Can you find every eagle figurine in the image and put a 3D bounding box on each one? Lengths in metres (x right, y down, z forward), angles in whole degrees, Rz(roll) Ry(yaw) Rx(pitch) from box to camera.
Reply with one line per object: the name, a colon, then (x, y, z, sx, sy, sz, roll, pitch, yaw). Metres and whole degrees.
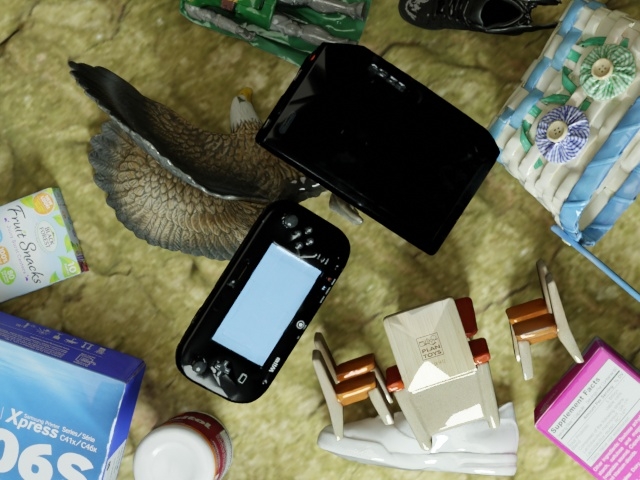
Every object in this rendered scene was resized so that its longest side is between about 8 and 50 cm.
eagle figurine: (-0.107, -0.077, 1.685, 0.298, 0.225, 0.226, 0, 111, -4)

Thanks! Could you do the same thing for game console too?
game console: (0.000, 0.000, 1.581, 0.213, 0.044, 0.361, 32, 93, -19)

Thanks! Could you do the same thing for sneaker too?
sneaker: (0.163, -0.241, 1.693, 0.170, 0.089, 0.051, 8, 93, 6)
sneaker: (0.104, 0.197, 1.731, 0.212, 0.080, 0.094, 5, 81, 0)

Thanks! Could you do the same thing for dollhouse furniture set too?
dollhouse furniture set: (0.117, 0.099, 1.626, 0.262, 0.259, 0.135, -18, 100, 5)

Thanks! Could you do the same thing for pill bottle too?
pill bottle: (-0.140, 0.226, 1.714, 0.086, 0.152, 0.086, 0, 92, 7)

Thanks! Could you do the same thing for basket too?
basket: (0.322, -0.084, 1.622, 0.289, 0.201, 0.255, 34, 95, 14)

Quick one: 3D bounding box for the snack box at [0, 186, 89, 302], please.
snack box: (-0.337, 0.011, 1.787, 0.141, 0.037, 0.100, -20, 91, 8)

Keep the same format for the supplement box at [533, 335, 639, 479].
supplement box: (0.336, 0.211, 1.677, 0.220, 0.111, 0.114, 41, 97, 5)

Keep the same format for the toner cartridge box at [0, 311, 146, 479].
toner cartridge box: (-0.377, 0.159, 1.762, 0.347, 0.075, 0.165, 18, 107, 6)

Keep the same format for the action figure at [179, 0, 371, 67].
action figure: (-0.067, -0.254, 1.738, 0.232, 0.063, 0.137, 17, 97, 10)
